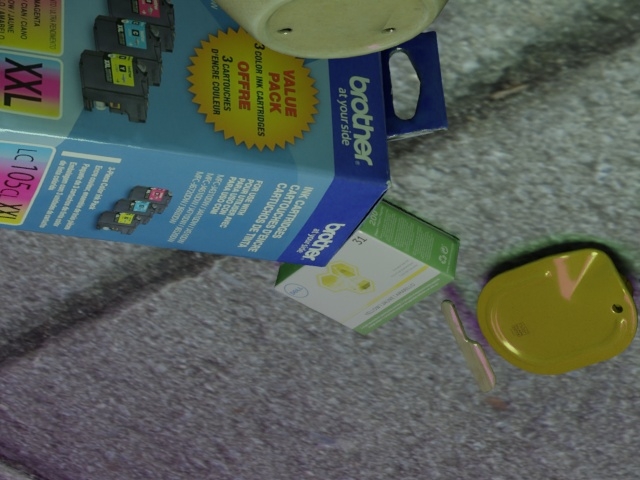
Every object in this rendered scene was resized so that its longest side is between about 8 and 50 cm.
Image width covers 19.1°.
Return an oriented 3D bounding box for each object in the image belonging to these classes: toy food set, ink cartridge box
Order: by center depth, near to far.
[{"bbox_3d":[-0.098,-0.139,1.527,0.395,0.270,0.151,8,150,-22],"label":"ink cartridge box"},{"bbox_3d":[0.000,0.000,1.941,0.235,0.056,0.171,27,145,-22],"label":"ink cartridge box"},{"bbox_3d":[0.235,0.066,1.948,0.218,0.071,0.128,-21,109,38],"label":"toy food set"}]

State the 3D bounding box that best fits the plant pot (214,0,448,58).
[{"bbox_3d":[0.009,-0.243,1.366,0.284,0.191,0.284,-7,162,-2],"label":"plant pot"}]
